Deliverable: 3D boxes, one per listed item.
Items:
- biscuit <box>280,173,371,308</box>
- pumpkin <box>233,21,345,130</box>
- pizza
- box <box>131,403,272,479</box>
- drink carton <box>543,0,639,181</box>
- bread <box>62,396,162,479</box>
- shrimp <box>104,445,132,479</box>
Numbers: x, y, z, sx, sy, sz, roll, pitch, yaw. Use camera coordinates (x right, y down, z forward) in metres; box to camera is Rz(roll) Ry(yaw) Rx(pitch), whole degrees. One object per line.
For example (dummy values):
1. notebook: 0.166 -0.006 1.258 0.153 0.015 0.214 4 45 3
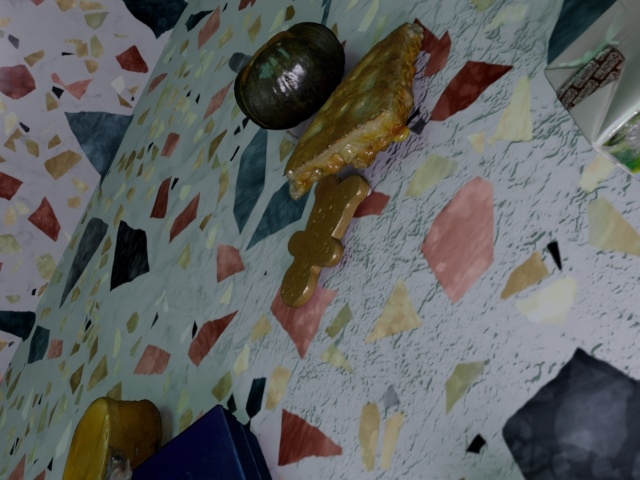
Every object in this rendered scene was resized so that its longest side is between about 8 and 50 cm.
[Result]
1. biscuit: 0.001 0.001 1.164 0.158 0.035 0.240 19 84 62
2. pumpkin: -0.057 -0.311 1.358 0.238 0.159 0.238 -42 18 16
3. pizza: 0.058 -0.217 1.175 0.257 0.087 0.268 -25 38 41
4. box: -0.187 0.419 0.994 0.261 0.116 0.279 -37 35 1
5. drink carton: 0.375 -0.177 0.560 0.324 0.194 0.132 -46 34 30
6. bread: -0.400 0.434 1.362 0.195 0.142 0.270 -22 53 46
7. shrimp: -0.306 0.396 0.996 0.126 0.047 0.223 -42 34 24
